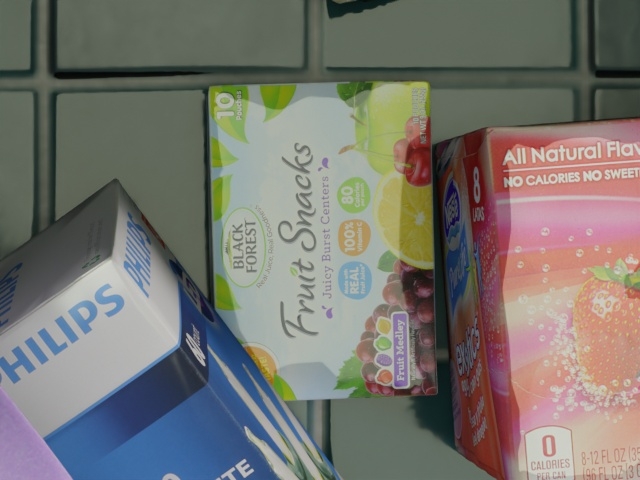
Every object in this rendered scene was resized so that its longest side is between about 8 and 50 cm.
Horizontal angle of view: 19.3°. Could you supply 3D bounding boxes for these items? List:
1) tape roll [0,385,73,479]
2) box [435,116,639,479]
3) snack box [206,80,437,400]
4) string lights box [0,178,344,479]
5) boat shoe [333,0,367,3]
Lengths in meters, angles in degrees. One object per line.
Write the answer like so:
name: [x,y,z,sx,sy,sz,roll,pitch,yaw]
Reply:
tape roll: [-0.159,0.106,0.710,0.090,0.275,0.275,-38,94,-18]
box: [0.210,0.015,0.814,0.300,0.142,0.154,-4,90,-5]
snack box: [0.000,0.000,0.847,0.100,0.037,0.141,-2,93,-3]
string lights box: [-0.038,0.111,0.770,0.077,0.133,0.259,-34,105,4]
boat shoe: [0.011,-0.172,0.845,0.042,0.049,0.133,-13,85,-33]
